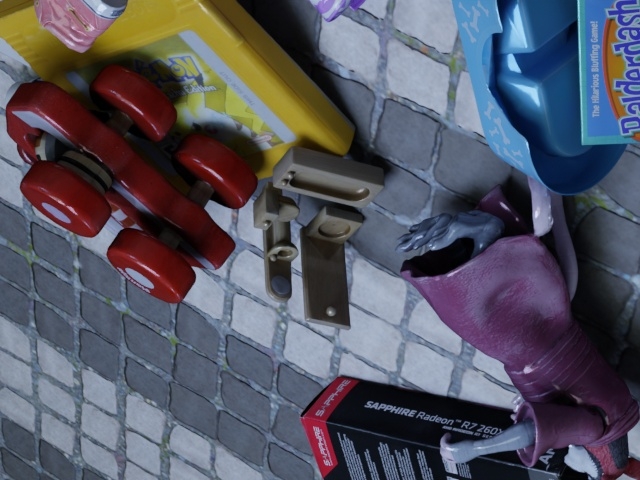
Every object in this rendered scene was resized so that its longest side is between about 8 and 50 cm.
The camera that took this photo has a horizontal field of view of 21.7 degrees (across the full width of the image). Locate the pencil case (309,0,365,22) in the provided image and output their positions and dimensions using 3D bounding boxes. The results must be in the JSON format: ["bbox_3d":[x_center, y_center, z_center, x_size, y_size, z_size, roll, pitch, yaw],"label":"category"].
[{"bbox_3d":[-0.033,-0.312,1.673,0.206,0.086,0.088,47,175,0],"label":"pencil case"}]

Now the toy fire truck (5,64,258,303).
[{"bbox_3d":[-0.237,-0.065,1.870,0.302,0.169,0.254,41,161,-26],"label":"toy fire truck"}]

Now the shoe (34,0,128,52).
[{"bbox_3d":[-0.277,-0.276,1.692,0.178,0.063,0.081,49,127,2],"label":"shoe"}]

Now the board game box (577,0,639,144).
[{"bbox_3d":[0.330,-0.163,1.451,0.210,0.047,0.160,-2,128,10],"label":"board game box"}]

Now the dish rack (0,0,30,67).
[{"bbox_3d":[-0.362,-0.302,1.914,0.285,0.072,0.333,29,152,20],"label":"dish rack"}]

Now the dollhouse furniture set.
[{"bbox_3d":[0.000,0.000,1.845,0.144,0.123,0.151,13,145,-25],"label":"dollhouse furniture set"}]

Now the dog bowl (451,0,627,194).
[{"bbox_3d":[0.203,-0.186,1.526,0.074,0.166,0.297,20,137,44],"label":"dog bowl"}]

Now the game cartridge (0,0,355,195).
[{"bbox_3d":[-0.164,-0.177,1.832,0.285,0.053,0.323,-12,137,41],"label":"game cartridge"}]

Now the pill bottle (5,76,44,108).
[{"bbox_3d":[-0.333,-0.168,2.071,0.120,0.067,0.067,10,130,35],"label":"pill bottle"}]

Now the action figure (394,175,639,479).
[{"bbox_3d":[0.246,0.111,1.770,0.275,0.248,0.370,-37,97,24],"label":"action figure"}]

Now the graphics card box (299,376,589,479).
[{"bbox_3d":[0.171,0.307,2.042,0.371,0.094,0.233,8,129,37],"label":"graphics card box"}]
